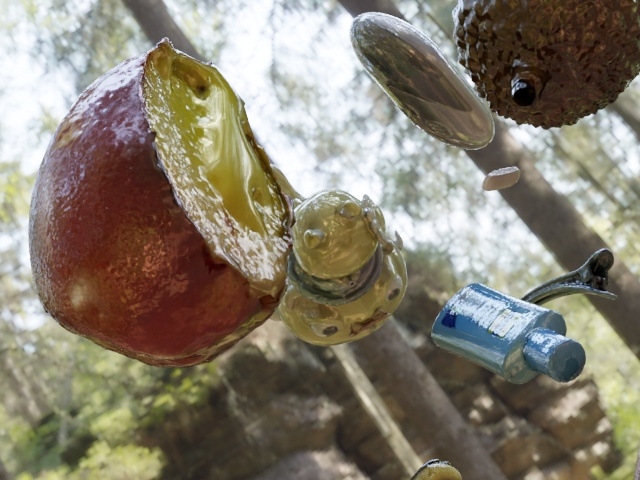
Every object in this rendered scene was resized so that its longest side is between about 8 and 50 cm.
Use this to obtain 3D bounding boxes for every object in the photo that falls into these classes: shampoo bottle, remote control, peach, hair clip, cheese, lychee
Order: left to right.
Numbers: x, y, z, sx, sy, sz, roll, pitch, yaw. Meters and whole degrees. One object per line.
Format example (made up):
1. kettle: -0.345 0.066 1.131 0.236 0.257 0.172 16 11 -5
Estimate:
1. peach: -0.151 -0.042 1.273 0.281 0.281 0.338 51 -124 -63
2. remote control: 0.171 -0.265 2.086 0.103 0.221 0.332 -52 -51 -8
3. cheese: 0.195 0.381 1.912 0.162 0.036 0.086 19 -67 -50
4. shampoo bottle: 0.232 0.117 1.515 0.104 0.258 0.061 -48 -67 -9
5. lychee: 0.209 -0.195 1.126 0.238 0.200 0.200 -57 -9 -41
6. hair clip: 0.374 0.095 2.012 0.048 0.083 0.275 10 -25 -30

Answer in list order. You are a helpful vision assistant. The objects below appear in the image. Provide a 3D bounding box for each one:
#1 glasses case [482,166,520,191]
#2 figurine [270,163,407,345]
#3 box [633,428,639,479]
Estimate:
1. glasses case: 0.299 -0.102 2.054 0.083 0.021 0.032 -16 -44 -38
2. figurine: 0.000 0.000 1.665 0.226 0.275 0.394 -35 -8 -6
3. box: 0.496 0.327 1.702 0.151 0.151 0.135 13 -98 -56
